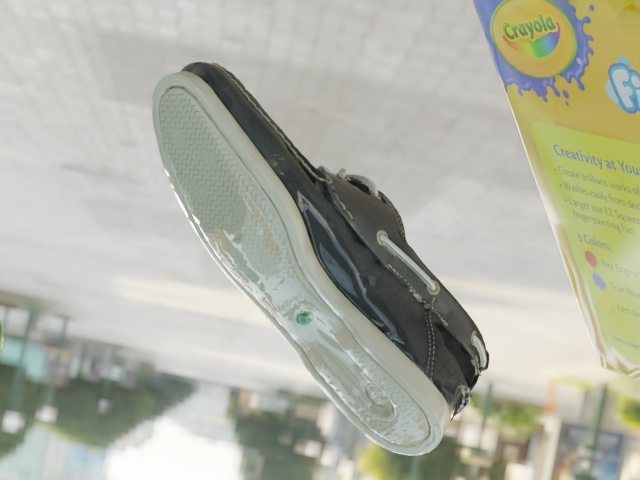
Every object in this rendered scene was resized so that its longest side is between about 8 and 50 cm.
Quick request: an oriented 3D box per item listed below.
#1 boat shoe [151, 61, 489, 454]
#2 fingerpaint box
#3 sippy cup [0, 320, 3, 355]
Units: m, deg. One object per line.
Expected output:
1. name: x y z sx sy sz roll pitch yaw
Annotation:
1. boat shoe: 0.000 0.000 0.979 0.233 0.079 0.084 52 146 -11
2. fingerpaint box: 0.340 -0.046 1.350 0.163 0.371 0.445 -32 -156 -21
3. sippy cup: -0.353 0.044 1.079 0.224 0.240 0.305 37 173 47
